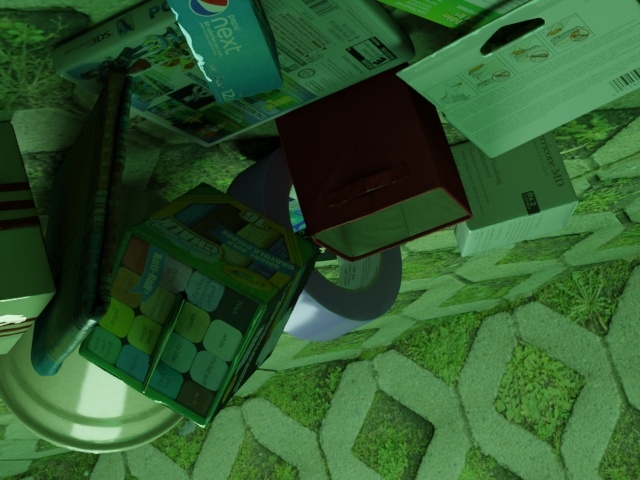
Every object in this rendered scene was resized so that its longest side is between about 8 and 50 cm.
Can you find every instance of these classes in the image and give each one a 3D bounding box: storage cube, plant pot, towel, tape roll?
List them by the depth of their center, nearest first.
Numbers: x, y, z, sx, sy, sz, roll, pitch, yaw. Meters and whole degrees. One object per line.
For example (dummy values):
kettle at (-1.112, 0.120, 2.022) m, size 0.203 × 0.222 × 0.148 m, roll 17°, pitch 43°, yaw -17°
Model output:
towel at (-0.271, -0.001, 1.257) m, size 0.040 × 0.271 × 0.370 m, roll 9°, pitch 162°, yaw -20°
storage cube at (0.068, -0.103, 1.449) m, size 0.184 × 0.193 × 0.215 m, roll -21°, pitch 164°, yaw 15°
tape roll at (-0.008, 0.000, 1.568) m, size 0.090 × 0.274 × 0.275 m, roll -29°, pitch 160°, yaw 36°
plant pot at (-0.301, 0.092, 1.603) m, size 0.334 × 0.333 × 0.305 m, roll -9°, pitch 151°, yaw -24°

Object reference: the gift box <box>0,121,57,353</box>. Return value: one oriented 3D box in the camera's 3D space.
gift box at (-0.479, 0.034, 1.267) m, size 0.258 × 0.255 × 0.276 m, roll -7°, pitch 155°, yaw -35°

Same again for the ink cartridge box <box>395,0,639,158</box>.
ink cartridge box at (0.258, -0.221, 1.314) m, size 0.275 × 0.060 × 0.239 m, roll -26°, pitch 143°, yaw 28°

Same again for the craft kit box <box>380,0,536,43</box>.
craft kit box at (0.213, -0.306, 1.163) m, size 0.247 × 0.061 × 0.250 m, roll -30°, pitch 159°, yaw 33°

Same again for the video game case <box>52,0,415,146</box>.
video game case at (-0.081, -0.208, 1.237) m, size 0.300 × 0.036 × 0.329 m, roll -21°, pitch 164°, yaw 18°

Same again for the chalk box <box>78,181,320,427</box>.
chalk box at (-0.147, 0.077, 1.284) m, size 0.180 × 0.179 × 0.289 m, roll -64°, pitch 172°, yaw 21°

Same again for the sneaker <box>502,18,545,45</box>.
sneaker at (0.280, -0.231, 1.445) m, size 0.094 × 0.081 × 0.208 m, roll -19°, pitch 153°, yaw 10°

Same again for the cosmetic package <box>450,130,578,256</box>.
cosmetic package at (0.300, -0.082, 1.819) m, size 0.184 × 0.151 × 0.151 m, roll -17°, pitch 164°, yaw -2°

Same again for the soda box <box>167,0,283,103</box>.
soda box at (-0.095, -0.219, 1.028) m, size 0.071 × 0.067 × 0.210 m, roll -14°, pitch 150°, yaw 6°

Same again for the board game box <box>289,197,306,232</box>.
board game box at (-0.100, -0.035, 1.773) m, size 0.210 × 0.047 × 0.160 m, roll -22°, pitch 163°, yaw 19°

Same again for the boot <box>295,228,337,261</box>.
boot at (0.000, 0.002, 1.867) m, size 0.179 × 0.085 × 0.236 m, roll -11°, pitch -178°, yaw -10°
